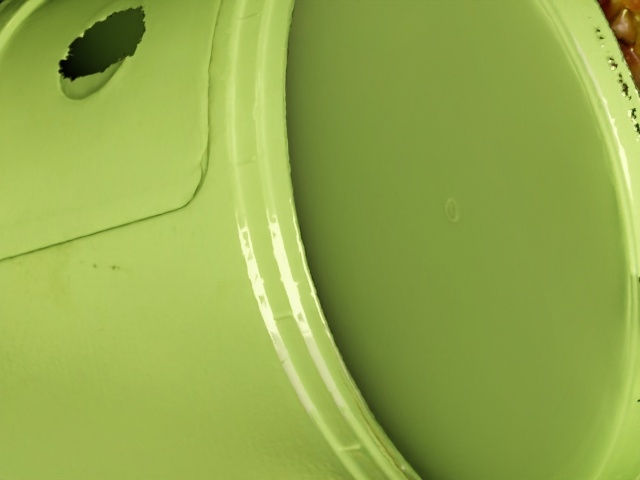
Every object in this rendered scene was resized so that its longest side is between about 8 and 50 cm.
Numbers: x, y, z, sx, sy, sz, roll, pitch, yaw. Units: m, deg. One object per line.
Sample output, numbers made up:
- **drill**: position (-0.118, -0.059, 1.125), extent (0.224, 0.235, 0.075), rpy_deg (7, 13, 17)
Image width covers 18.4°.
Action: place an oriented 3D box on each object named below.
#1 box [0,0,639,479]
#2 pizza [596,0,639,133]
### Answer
- **box**: position (0.000, 0.000, 0.651), extent (0.149, 0.226, 0.226), rpy_deg (-14, 122, 36)
- **pizza**: position (0.123, -0.037, 0.779), extent (0.229, 0.081, 0.289), rpy_deg (16, 116, -10)
